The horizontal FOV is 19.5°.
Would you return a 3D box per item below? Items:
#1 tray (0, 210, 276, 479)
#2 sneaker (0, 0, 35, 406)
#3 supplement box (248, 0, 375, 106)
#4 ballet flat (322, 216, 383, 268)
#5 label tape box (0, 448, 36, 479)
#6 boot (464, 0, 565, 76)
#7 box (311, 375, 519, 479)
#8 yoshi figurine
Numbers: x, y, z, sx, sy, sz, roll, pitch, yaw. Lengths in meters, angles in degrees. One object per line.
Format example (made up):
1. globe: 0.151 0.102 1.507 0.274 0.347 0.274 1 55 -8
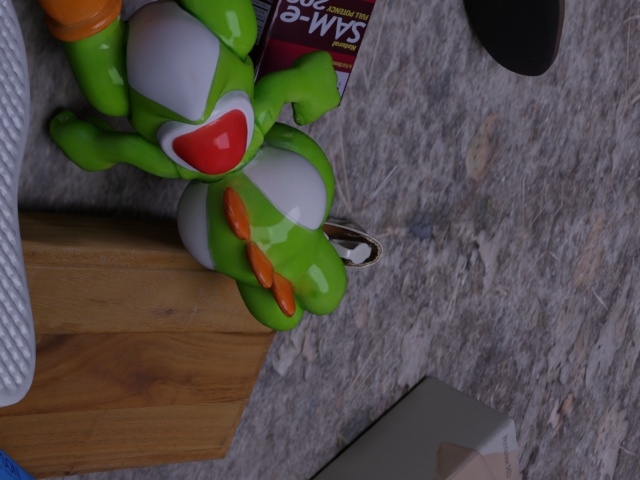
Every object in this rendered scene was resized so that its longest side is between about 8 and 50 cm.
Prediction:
1. tray: -0.178 0.087 1.507 0.411 0.076 0.203 4 111 -58
2. sneaker: -0.272 -0.040 1.249 0.126 0.127 0.321 32 51 -61
3. supplement box: -0.007 -0.240 1.564 0.130 0.073 0.239 4 110 -53
4. ballet flat: 0.000 0.000 1.740 0.168 0.052 0.057 1 111 -52
5. label tape box: -0.345 0.288 1.370 0.347 0.115 0.249 -21 150 6
6. boot: 0.198 -0.299 1.770 0.115 0.112 0.305 -48 141 -38
7. box: 0.068 0.299 1.953 0.311 0.121 0.148 -39 137 -30
8. yoshi figurine: -0.087 -0.101 1.448 0.203 0.203 0.362 -49 125 -37
